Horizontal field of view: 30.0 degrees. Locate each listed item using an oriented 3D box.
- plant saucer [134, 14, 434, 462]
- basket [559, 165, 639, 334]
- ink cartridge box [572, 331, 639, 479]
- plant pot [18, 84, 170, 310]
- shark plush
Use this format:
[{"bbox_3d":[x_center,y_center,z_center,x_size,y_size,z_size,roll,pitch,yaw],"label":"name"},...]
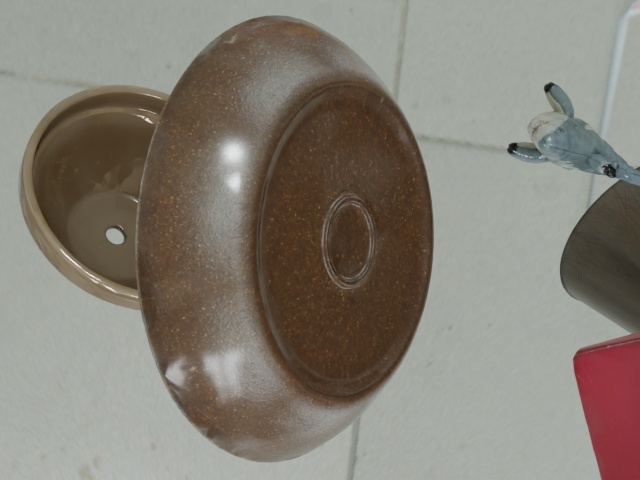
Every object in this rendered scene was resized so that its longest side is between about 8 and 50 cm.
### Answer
[{"bbox_3d":[0.000,0.000,0.524,0.036,0.198,0.198,1,64,36],"label":"plant saucer"},{"bbox_3d":[0.374,0.044,1.160,0.204,0.154,0.227,-39,37,3],"label":"basket"},{"bbox_3d":[0.209,0.074,0.422,0.128,0.176,0.127,-7,80,-36],"label":"ink cartridge box"},{"bbox_3d":[-0.189,-0.028,1.183,0.237,0.110,0.237,13,59,-23],"label":"plant pot"},{"bbox_3d":[0.235,-0.069,1.064,0.073,0.161,0.067,-50,36,7],"label":"shark plush"}]
